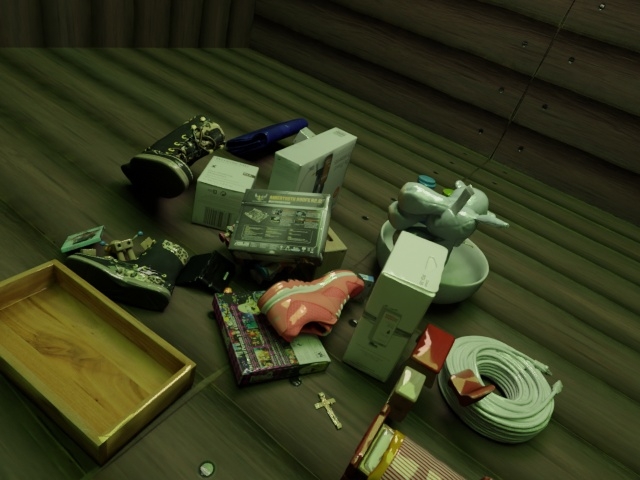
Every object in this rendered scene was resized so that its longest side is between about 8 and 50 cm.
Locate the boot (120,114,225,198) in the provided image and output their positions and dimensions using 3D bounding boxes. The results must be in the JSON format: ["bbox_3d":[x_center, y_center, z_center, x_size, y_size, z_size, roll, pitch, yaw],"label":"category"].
[{"bbox_3d":[-0.403,-0.255,1.231,0.284,0.138,0.378,-45,29,-26],"label":"boot"}]

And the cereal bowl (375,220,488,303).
[{"bbox_3d":[0.319,0.073,1.273,0.340,0.141,0.338,13,34,-9],"label":"cereal bowl"}]

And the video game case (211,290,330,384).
[{"bbox_3d":[-0.116,0.207,0.955,0.211,0.041,0.232,2,36,-33],"label":"video game case"}]

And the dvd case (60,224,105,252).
[{"bbox_3d":[-0.577,-0.005,1.025,0.087,0.013,0.119,-20,21,-16],"label":"dvd case"}]

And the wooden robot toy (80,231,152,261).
[{"bbox_3d":[-0.508,0.029,1.046,0.079,0.076,0.173,-1,15,45],"label":"wooden robot toy"}]

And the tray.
[{"bbox_3d":[-0.462,0.202,0.789,0.411,0.076,0.203,29,35,18],"label":"tray"}]

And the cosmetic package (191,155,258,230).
[{"bbox_3d":[-0.289,-0.142,1.292,0.152,0.151,0.183,14,33,-7],"label":"cosmetic package"}]

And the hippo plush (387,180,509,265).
[{"bbox_3d":[0.335,-0.086,1.123,0.234,0.294,0.237,47,45,5],"label":"hippo plush"}]

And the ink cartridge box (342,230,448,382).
[{"bbox_3d":[0.170,0.147,0.967,0.117,0.282,0.207,25,34,10],"label":"ink cartridge box"}]

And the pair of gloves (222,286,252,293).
[{"bbox_3d":[-0.206,0.145,1.044,0.084,0.010,0.074,8,35,-13],"label":"pair of gloves"}]

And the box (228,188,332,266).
[{"bbox_3d":[-0.097,-0.036,1.060,0.231,0.056,0.182,5,63,11],"label":"box"}]

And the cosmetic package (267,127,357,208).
[{"bbox_3d":[-0.034,-0.181,1.348,0.098,0.284,0.377,30,36,15],"label":"cosmetic package"}]

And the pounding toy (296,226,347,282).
[{"bbox_3d":[-0.003,-0.010,1.185,0.094,0.205,0.181,-5,40,-31],"label":"pounding toy"}]

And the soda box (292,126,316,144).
[{"bbox_3d":[-0.010,-0.378,1.775,0.216,0.074,0.069,40,35,-2],"label":"soda box"}]

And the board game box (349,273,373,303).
[{"bbox_3d":[0.086,0.126,1.134,0.090,0.090,0.020,13,37,-8],"label":"board game box"}]

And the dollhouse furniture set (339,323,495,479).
[{"bbox_3d":[0.214,0.327,0.770,0.202,0.152,0.374,29,51,17],"label":"dollhouse furniture set"}]

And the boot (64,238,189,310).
[{"bbox_3d":[-0.444,0.058,0.992,0.237,0.085,0.178,22,33,-8],"label":"boot"}]

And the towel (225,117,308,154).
[{"bbox_3d":[-0.213,-0.431,1.749,0.228,0.076,0.308,-2,24,35],"label":"towel"}]

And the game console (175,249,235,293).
[{"bbox_3d":[-0.294,0.087,1.080,0.107,0.071,0.122,39,31,-16],"label":"game console"}]

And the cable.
[{"bbox_3d":[0.405,0.337,0.981,0.257,0.089,0.257,35,39,24],"label":"cable"}]

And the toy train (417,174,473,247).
[{"bbox_3d":[0.383,-0.092,1.285,0.248,0.143,0.105,28,35,15],"label":"toy train"}]

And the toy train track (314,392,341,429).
[{"bbox_3d":[0.020,0.345,0.857,0.048,0.014,0.083,-7,41,-32],"label":"toy train track"}]

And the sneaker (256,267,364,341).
[{"bbox_3d":[0.001,0.161,0.994,0.314,0.116,0.136,-8,57,-42],"label":"sneaker"}]

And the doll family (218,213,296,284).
[{"bbox_3d":[-0.149,0.026,1.166,0.163,0.118,0.263,-34,53,-29],"label":"doll family"}]
